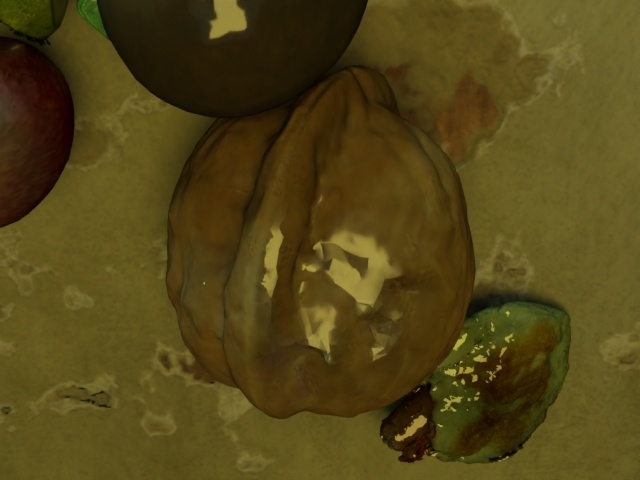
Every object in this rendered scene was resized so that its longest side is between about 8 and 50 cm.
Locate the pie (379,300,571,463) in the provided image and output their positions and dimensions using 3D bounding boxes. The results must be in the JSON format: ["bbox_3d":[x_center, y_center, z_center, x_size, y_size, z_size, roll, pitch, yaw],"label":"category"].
[{"bbox_3d":[0.233,0.202,1.348,0.257,0.105,0.274,13,116,-28],"label":"pie"}]

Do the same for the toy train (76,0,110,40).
[{"bbox_3d":[-0.199,-0.290,1.071,0.099,0.081,0.149,40,88,-22],"label":"toy train"}]

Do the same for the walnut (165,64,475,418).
[{"bbox_3d":[-0.008,0.011,1.107,0.384,0.383,0.383,-2,114,-5],"label":"walnut"}]

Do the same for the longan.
[{"bbox_3d":[-0.086,-0.243,0.951,0.258,0.258,0.258,-2,114,-5],"label":"longan"}]

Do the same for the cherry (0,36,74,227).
[{"bbox_3d":[-0.389,-0.109,1.070,0.239,0.206,0.239,-6,110,-16],"label":"cherry"}]

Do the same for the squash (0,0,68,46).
[{"bbox_3d":[-0.261,-0.353,0.985,0.260,0.189,0.189,-42,112,12],"label":"squash"}]
